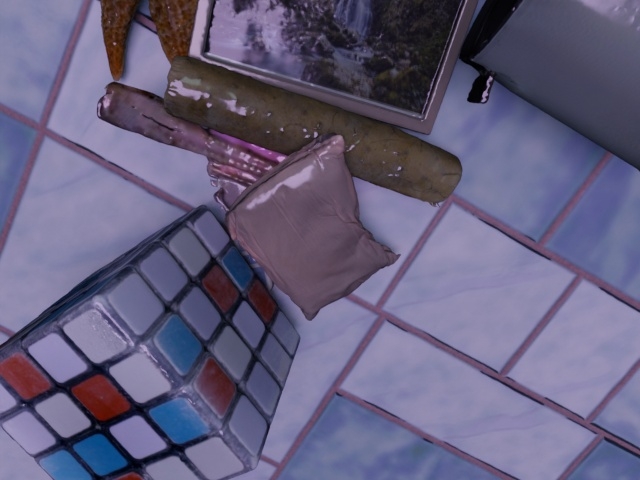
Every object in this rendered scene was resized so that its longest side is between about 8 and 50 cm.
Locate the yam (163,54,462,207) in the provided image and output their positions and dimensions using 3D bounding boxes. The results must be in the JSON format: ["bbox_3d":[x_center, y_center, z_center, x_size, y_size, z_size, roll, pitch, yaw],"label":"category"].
[{"bbox_3d":[0.002,-0.129,0.603,0.371,0.083,0.083,17,109,-18],"label":"yam"}]

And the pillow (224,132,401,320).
[{"bbox_3d":[0.000,0.000,0.637,0.173,0.067,0.270,-30,137,5],"label":"pillow"}]

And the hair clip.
[{"bbox_3d":[-0.123,-0.119,0.635,0.300,0.069,0.173,22,94,-21],"label":"hair clip"}]

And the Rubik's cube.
[{"bbox_3d":[-0.212,0.148,0.636,0.256,0.259,0.253,-28,107,21],"label":"Rubik's cube"}]

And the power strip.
[{"bbox_3d":[-0.102,-0.002,0.714,0.047,0.030,0.191,-9,108,5],"label":"power strip"}]

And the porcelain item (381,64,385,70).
[{"bbox_3d":[0.024,-0.184,0.652,0.136,0.021,0.075,-15,106,8],"label":"porcelain item"}]

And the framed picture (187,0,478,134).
[{"bbox_3d":[0.026,-0.278,0.582,0.324,0.020,0.240,13,109,-15],"label":"framed picture"}]

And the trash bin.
[{"bbox_3d":[0.320,-0.219,0.520,0.262,0.217,0.277,30,108,-6],"label":"trash bin"}]

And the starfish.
[{"bbox_3d":[-0.173,-0.359,0.572,0.375,0.094,0.327,-39,104,19],"label":"starfish"}]
